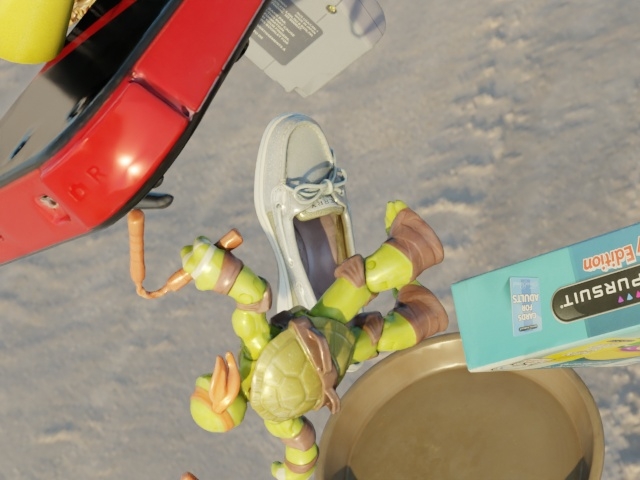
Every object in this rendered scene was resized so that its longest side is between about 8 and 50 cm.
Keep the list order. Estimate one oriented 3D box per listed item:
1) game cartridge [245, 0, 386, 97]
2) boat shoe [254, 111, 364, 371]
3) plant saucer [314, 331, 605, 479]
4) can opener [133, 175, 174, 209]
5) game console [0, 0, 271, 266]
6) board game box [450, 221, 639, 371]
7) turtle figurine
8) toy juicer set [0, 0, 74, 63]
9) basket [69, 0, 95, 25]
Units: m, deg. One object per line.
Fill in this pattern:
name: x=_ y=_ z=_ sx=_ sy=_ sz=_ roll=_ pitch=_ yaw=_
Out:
game cartridge: x=-0.074 y=-0.296 z=1.254 sx=0.198 sy=0.297 sz=0.062 roll=-31 pitch=22 yaw=52
boat shoe: x=-0.002 y=0.002 z=1.390 sx=0.118 sy=0.320 sz=0.103 roll=-6 pitch=2 yaw=-38
plant saucer: x=0.130 y=0.207 z=1.082 sx=0.278 sy=0.041 sz=0.277 roll=-12 pitch=46 yaw=13
can opener: x=-0.223 y=-0.054 z=1.184 sx=0.186 sy=0.059 sz=0.073 roll=8 pitch=51 yaw=33
game console: x=-0.128 y=-0.136 z=0.802 sx=0.387 sy=0.060 sz=0.342 roll=-12 pitch=41 yaw=58
board game box: x=0.315 y=0.031 z=0.901 sx=0.336 sy=0.079 sz=0.254 roll=-22 pitch=-18 yaw=41
turtle figurine: x=-0.012 y=0.061 z=0.769 sx=0.217 sy=0.269 sz=0.087 roll=-33 pitch=31 yaw=-24
toy juicer set: x=-0.304 y=-0.238 z=0.723 sx=0.209 sy=0.329 sz=0.089 roll=-9 pitch=-33 yaw=-42
basket: x=-0.261 y=-0.363 z=1.103 sx=0.299 sy=0.223 sz=0.213 roll=-23 pitch=67 yaw=15
